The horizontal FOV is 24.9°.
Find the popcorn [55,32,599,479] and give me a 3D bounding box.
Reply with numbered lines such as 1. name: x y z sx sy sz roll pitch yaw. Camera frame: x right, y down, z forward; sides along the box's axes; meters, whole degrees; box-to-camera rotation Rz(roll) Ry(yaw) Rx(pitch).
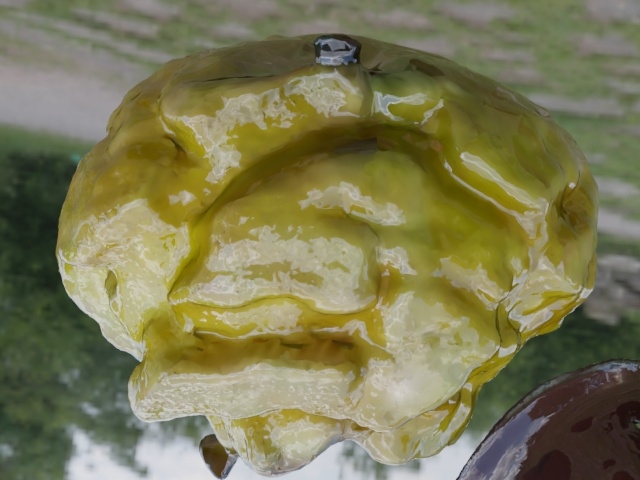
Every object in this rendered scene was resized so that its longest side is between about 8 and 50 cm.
1. popcorn: 0.000 0.000 0.442 0.167 0.152 0.148 9 -151 10

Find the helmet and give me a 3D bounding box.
1. helmet: 0.125 0.136 0.596 0.155 0.175 0.106 -27 -132 -19
